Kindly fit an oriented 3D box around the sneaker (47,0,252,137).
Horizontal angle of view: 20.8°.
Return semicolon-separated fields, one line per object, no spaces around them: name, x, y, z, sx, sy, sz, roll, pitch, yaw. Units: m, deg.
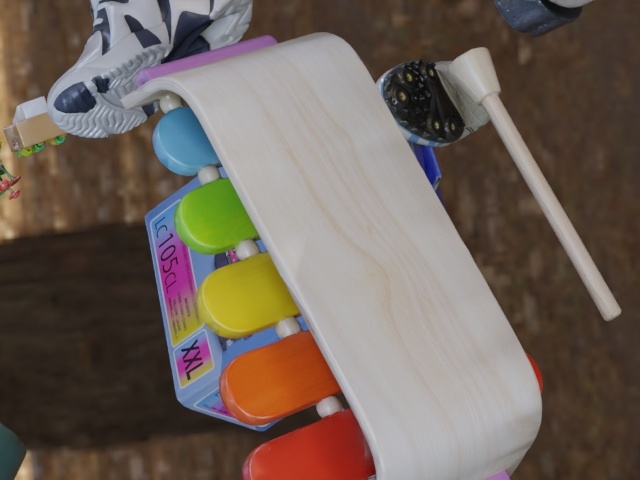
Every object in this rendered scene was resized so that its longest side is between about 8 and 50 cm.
sneaker;-0.188;-0.192;1.547;0.153;0.235;0.094;34;149;22

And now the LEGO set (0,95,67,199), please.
LEGO set;-0.321;-0.046;1.466;0.132;0.287;0.107;-42;70;27

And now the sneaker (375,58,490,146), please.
sneaker;0.094;-0.124;1.631;0.237;0.086;0.085;-14;-92;-67

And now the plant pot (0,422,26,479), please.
plant pot;-0.418;0.238;1.437;0.293;0.293;0.235;137;152;-66

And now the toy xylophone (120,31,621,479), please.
toy xylophone;0.034;0.009;1.003;0.081;0.236;0.323;-47;59;55

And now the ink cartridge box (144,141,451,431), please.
ink cartridge box;0.000;0.000;1.966;0.395;0.151;0.270;-34;54;29

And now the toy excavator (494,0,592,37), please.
toy excavator;0.168;-0.481;1.794;0.222;0.445;0.433;-22;59;42
